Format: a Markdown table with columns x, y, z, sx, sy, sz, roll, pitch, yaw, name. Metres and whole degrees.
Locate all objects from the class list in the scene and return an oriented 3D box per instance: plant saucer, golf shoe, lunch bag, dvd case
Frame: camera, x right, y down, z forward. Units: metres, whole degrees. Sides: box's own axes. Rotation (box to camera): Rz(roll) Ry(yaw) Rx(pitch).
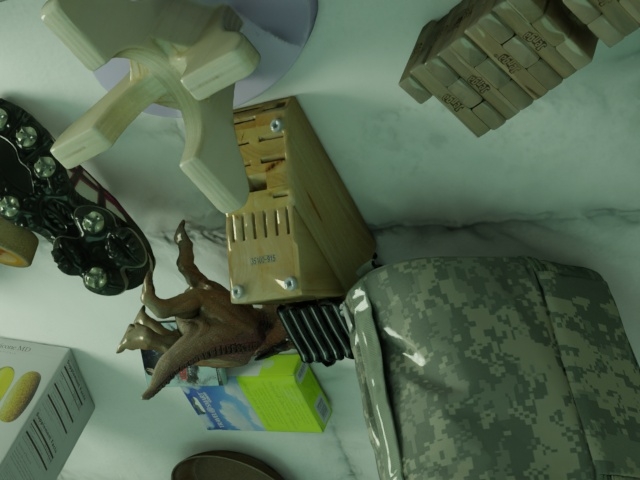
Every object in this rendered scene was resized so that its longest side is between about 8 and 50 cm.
| x | y | z | sx | sy | sz | roll | pitch | yaw | name |
| --- | --- | --- | --- | --- | --- | --- | --- | --- | --- |
| -0.117 | 0.359 | 1.727 | 0.199 | 0.036 | 0.198 | 12 | 136 | 12 | plant saucer |
| -0.294 | -0.044 | 1.350 | 0.105 | 0.120 | 0.273 | -43 | 82 | 7 | golf shoe |
| 0.161 | 0.165 | 1.176 | 0.256 | 0.305 | 0.212 | 9 | 144 | -27 | lunch bag |
| -0.177 | 0.143 | 1.525 | 0.119 | 0.013 | 0.087 | -4 | 99 | 27 | dvd case |

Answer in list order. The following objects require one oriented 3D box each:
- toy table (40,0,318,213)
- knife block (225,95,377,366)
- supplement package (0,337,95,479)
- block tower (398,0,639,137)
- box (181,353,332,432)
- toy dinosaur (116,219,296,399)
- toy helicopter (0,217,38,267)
| x | y | z | sx | sy | sz | roll | pitch | yaw | name |
| --- | --- | --- | --- | --- | --- | --- | --- | --- | --- |
| -0.137 | -0.161 | 1.127 | 0.252 | 0.161 | 0.274 | 40 | 134 | -16 | toy table |
| 0.000 | 0.000 | 1.297 | 0.088 | 0.242 | 0.275 | -9 | 83 | 30 | knife block |
| -0.429 | 0.267 | 1.621 | 0.139 | 0.244 | 0.133 | 6 | 135 | 18 | supplement package |
| 0.213 | -0.207 | 0.973 | 0.097 | 0.091 | 0.335 | 41 | 136 | -16 | block tower |
| -0.085 | 0.198 | 1.546 | 0.178 | 0.042 | 0.109 | -4 | 130 | 29 | box |
| -0.102 | 0.095 | 1.326 | 0.200 | 0.295 | 0.127 | 24 | 108 | -2 | toy dinosaur |
| -0.469 | 0.001 | 1.448 | 0.355 | 0.140 | 0.235 | 5 | 155 | 33 | toy helicopter |
